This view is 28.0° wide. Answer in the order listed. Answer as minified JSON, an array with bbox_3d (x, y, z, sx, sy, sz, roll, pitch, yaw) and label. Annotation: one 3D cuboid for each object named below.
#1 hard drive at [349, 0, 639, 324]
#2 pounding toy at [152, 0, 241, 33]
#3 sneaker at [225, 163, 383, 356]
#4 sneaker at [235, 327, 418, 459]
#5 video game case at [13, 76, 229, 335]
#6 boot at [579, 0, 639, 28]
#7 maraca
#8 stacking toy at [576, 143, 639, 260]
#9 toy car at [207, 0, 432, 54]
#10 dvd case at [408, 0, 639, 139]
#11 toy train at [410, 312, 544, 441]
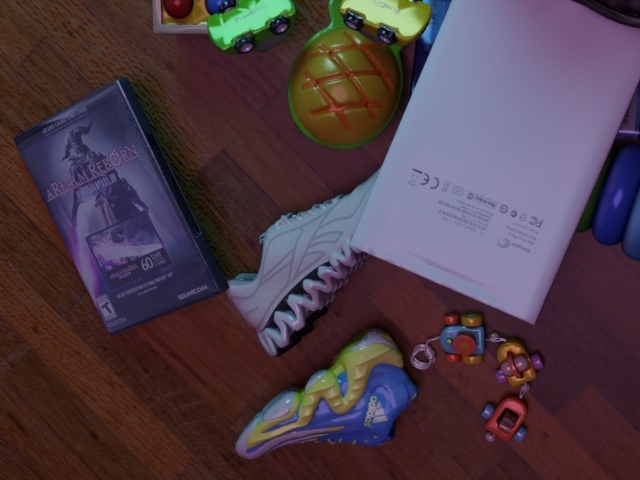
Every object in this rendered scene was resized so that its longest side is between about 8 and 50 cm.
[{"bbox_3d":[0.188,-0.101,1.331,0.210,0.040,0.319,23,92,12],"label":"hard drive"},{"bbox_3d":[-0.142,-0.304,1.446,0.130,0.100,0.141,2,103,13],"label":"pounding toy"},{"bbox_3d":[0.000,0.000,1.484,0.118,0.110,0.292,44,108,10],"label":"sneaker"},{"bbox_3d":[0.014,0.216,1.530,0.240,0.091,0.126,-39,92,17],"label":"sneaker"},{"bbox_3d":[-0.243,-0.035,1.542,0.196,0.026,0.274,-22,98,35],"label":"video game case"},{"bbox_3d":[0.382,-0.318,1.230,0.263,0.091,0.229,10,113,23],"label":"boot"},{"bbox_3d":[0.036,-0.191,1.435,0.127,0.099,0.186,23,82,-4],"label":"maraca"},{"bbox_3d":[0.286,-0.066,1.393,0.330,0.141,0.141,21,106,15],"label":"stacking toy"},{"bbox_3d":[-0.016,-0.265,1.397,0.225,0.053,0.239,-27,65,2],"label":"toy car"},{"bbox_3d":[0.227,-0.200,1.381,0.253,0.022,0.180,4,74,13],"label":"dvd case"},{"bbox_3d":[0.189,0.161,1.499,0.166,0.046,0.125,38,108,3],"label":"toy train"}]
